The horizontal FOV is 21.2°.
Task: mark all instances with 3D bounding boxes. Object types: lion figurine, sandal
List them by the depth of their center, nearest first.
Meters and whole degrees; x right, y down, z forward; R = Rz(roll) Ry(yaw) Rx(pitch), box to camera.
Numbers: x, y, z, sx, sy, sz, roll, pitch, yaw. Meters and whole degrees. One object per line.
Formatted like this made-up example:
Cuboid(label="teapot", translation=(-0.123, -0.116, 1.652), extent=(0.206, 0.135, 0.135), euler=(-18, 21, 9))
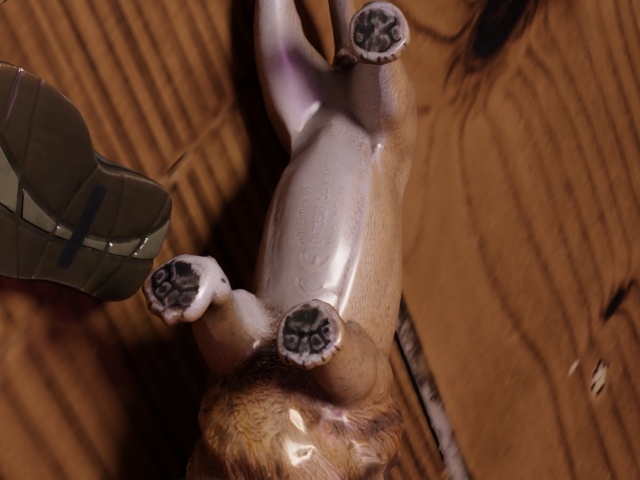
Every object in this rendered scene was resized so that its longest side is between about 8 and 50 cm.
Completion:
Cuboid(label="sandal", translation=(-0.139, -0.028, 0.818), extent=(0.090, 0.060, 0.219), euler=(-63, 157, -1))
Cuboid(label="lion figurine", translation=(0.000, 0.000, 0.937), extent=(0.240, 0.142, 0.392), euler=(62, 43, -63))

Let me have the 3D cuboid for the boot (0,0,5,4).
Cuboid(label="boot", translation=(-0.200, -0.152, 0.667), extent=(0.262, 0.095, 0.203), euler=(-57, 139, -29))
